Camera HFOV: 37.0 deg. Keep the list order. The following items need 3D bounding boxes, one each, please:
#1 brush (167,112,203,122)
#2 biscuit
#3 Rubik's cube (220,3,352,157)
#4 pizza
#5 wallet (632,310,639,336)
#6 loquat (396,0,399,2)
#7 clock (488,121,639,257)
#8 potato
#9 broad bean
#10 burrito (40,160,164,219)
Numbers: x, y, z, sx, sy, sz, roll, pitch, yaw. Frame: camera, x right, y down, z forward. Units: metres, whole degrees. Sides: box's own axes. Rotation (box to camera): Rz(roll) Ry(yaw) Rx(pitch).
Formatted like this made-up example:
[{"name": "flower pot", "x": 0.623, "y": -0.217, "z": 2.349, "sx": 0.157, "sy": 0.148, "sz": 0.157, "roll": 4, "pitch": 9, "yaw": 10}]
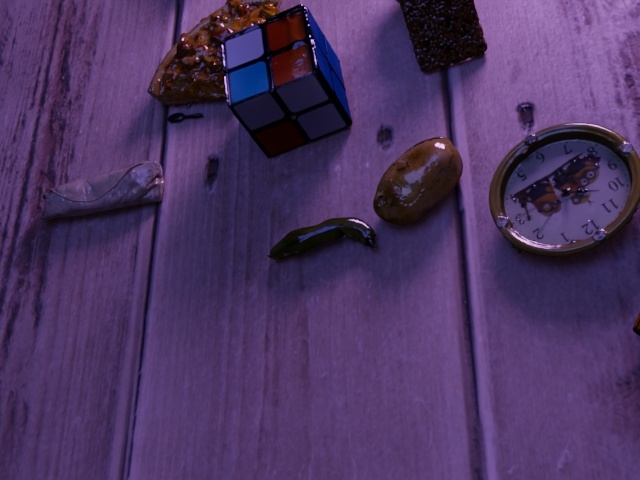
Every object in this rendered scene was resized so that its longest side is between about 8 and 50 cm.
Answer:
[{"name": "brush", "x": -0.270, "y": -0.246, "z": 1.903, "sx": 0.083, "sy": 0.008, "sz": 0.024, "roll": -1, "pitch": 57, "yaw": 25}, {"name": "biscuit", "x": 0.203, "y": -0.421, "z": 1.680, "sx": 0.131, "sy": 0.230, "sz": 0.025, "roll": -17, "pitch": 12, "yaw": 15}, {"name": "Rubik's cube", "x": -0.063, "y": -0.287, "z": 1.730, "sx": 0.180, "sy": 0.167, "sz": 0.183, "roll": -21, "pitch": 52, "yaw": 14}, {"name": "pizza", "x": -0.194, "y": -0.373, "z": 1.902, "sx": 0.336, "sy": 0.086, "sz": 0.226, "roll": -36, "pitch": 50, "yaw": -1}, {"name": "wallet", "x": 0.541, "y": 0.090, "z": 1.289, "sx": 0.196, "sy": 0.042, "sz": 0.161, "roll": 17, "pitch": 64, "yaw": 35}, {"name": "loquat", "x": 0.188, "y": -0.501, "z": 1.762, "sx": 0.152, "sy": 0.152, "sz": 0.195, "roll": -45, "pitch": 64, "yaw": -6}, {"name": "clock", "x": 0.375, "y": -0.071, "z": 1.458, "sx": 0.237, "sy": 0.057, "sz": 0.237, "roll": -13, "pitch": 56, "yaw": 20}, {"name": "potato", "x": 0.157, "y": -0.097, "z": 1.563, "sx": 0.170, "sy": 0.080, "sz": 0.107, "roll": -38, "pitch": 64, "yaw": -3}, {"name": "broad bean", "x": 0.003, "y": -0.007, "z": 1.600, "sx": 0.195, "sy": 0.046, "sz": 0.061, "roll": -6, "pitch": 55, "yaw": 21}, {"name": "burrito", "x": -0.430, "y": -0.092, "z": 1.851, "sx": 0.275, "sy": 0.059, "sz": 0.082, "roll": -10, "pitch": 71, "yaw": 20}]
